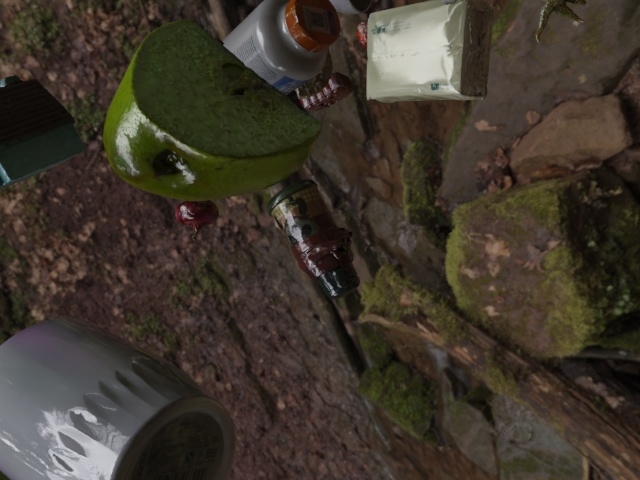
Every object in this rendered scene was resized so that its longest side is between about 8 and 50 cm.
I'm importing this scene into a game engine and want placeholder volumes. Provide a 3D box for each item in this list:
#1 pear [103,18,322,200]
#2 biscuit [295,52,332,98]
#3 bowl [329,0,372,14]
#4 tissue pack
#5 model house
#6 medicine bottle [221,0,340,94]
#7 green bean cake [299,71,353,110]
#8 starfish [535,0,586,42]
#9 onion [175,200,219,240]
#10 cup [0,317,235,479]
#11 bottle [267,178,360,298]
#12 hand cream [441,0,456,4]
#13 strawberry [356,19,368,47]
[{"bbox_3d":[-0.172,-0.147,0.720,0.292,0.293,0.159,52,135,16],"label":"pear"},{"bbox_3d":[-0.034,-0.478,1.309,0.032,0.133,0.249,-41,63,62],"label":"biscuit"},{"bbox_3d":[0.027,-0.705,1.263,0.144,0.287,0.286,3,128,26],"label":"bowl"},{"bbox_3d":[0.341,-0.596,1.642,0.381,0.207,0.296,10,104,44],"label":"tissue pack"},{"bbox_3d":[-0.825,-0.278,1.326,0.230,0.280,0.248,-13,111,35],"label":"model house"},{"bbox_3d":[-0.089,-0.353,0.964,0.289,0.157,0.156,-12,108,51],"label":"medicine bottle"},{"bbox_3d":[0.017,-0.409,1.422,0.056,0.136,0.135,64,-157,-3],"label":"green bean cake"},{"bbox_3d":[0.624,-0.642,1.371,0.050,0.224,0.216,-115,37,-70],"label":"starfish"},{"bbox_3d":[-0.426,-0.067,1.765,0.150,0.150,0.140,115,151,-65],"label":"onion"},{"bbox_3d":[-0.322,0.273,0.763,0.372,0.253,0.253,9,130,36],"label":"cup"},{"bbox_3d":[0.000,0.000,1.153,0.271,0.143,0.156,60,164,8],"label":"bottle"},{"bbox_3d":[0.337,-0.666,1.286,0.061,0.039,0.143,16,92,40],"label":"hand cream"},{"bbox_3d":[0.168,-0.751,1.854,0.083,0.083,0.096,19,101,58],"label":"strawberry"}]
